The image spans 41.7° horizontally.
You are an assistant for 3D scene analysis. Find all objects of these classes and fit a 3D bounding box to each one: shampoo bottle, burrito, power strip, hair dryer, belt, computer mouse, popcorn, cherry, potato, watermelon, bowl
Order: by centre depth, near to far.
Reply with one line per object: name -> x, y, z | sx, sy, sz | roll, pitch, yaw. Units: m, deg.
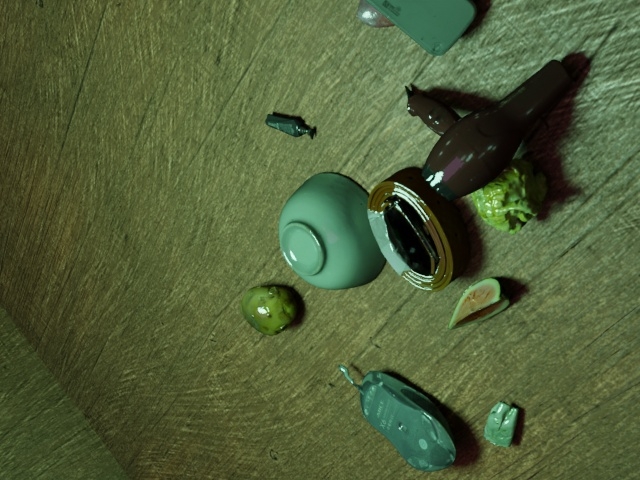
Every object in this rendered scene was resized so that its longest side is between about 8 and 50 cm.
power strip -> 0.180, -0.488, 1.548 | 0.265, 0.059, 0.194 | 38, 104, -7
popcorn -> 0.355, -0.089, 1.595 | 0.135, 0.162, 0.141 | 21, 97, -2
hair dryer -> 0.274, -0.256, 1.597 | 0.312, 0.123, 0.340 | -46, 40, 7
cherry -> 0.135, -0.470, 1.636 | 0.126, 0.087, 0.106 | -14, 83, 28
watermelon -> 0.348, 0.137, 1.768 | 0.069, 0.087, 0.163 | 34, 140, -16
belt -> 0.207, -0.020, 1.791 | 0.184, 0.105, 0.261 | -37, 87, 44
burrito -> 0.401, 0.404, 1.870 | 0.074, 0.044, 0.118 | 30, 132, 34
bowl -> 0.000, 0.000, 1.960 | 0.289, 0.146, 0.289 | 21, 124, 35
shampoo bottle -> -0.071, -0.268, 1.974 | 0.137, 0.027, 0.048 | 21, 136, 35
computer mouse -> 0.189, 0.406, 2.038 | 0.379, 0.090, 0.167 | 38, 126, 31
potato -> -0.140, 0.181, 2.196 | 0.176, 0.137, 0.137 | -20, 97, 53
